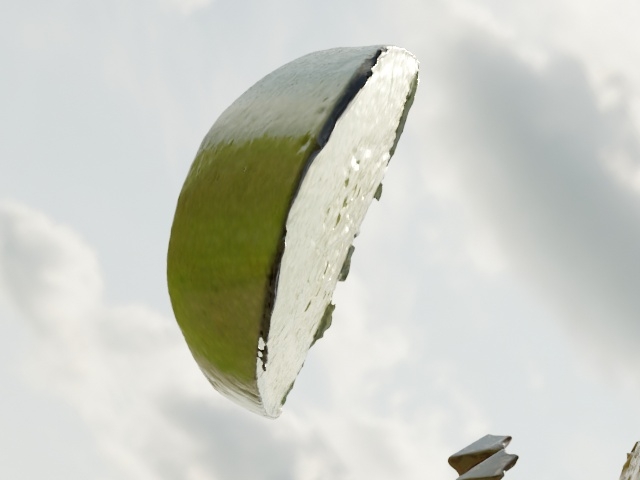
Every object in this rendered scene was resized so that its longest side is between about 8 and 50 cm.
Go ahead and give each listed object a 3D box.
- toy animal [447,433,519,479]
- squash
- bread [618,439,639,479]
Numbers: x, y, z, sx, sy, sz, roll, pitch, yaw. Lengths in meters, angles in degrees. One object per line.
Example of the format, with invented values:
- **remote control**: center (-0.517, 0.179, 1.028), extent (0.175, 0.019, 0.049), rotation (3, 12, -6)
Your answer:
- **toy animal**: center (0.133, 0.239, 1.315), extent (0.179, 0.188, 0.089), rotation (63, 6, -13)
- **squash**: center (0.000, 0.000, 1.001), extent (0.204, 0.237, 0.155), rotation (18, 3, -44)
- **bread**: center (0.295, 0.134, 1.225), extent (0.139, 0.240, 0.240), rotation (29, -23, 2)
